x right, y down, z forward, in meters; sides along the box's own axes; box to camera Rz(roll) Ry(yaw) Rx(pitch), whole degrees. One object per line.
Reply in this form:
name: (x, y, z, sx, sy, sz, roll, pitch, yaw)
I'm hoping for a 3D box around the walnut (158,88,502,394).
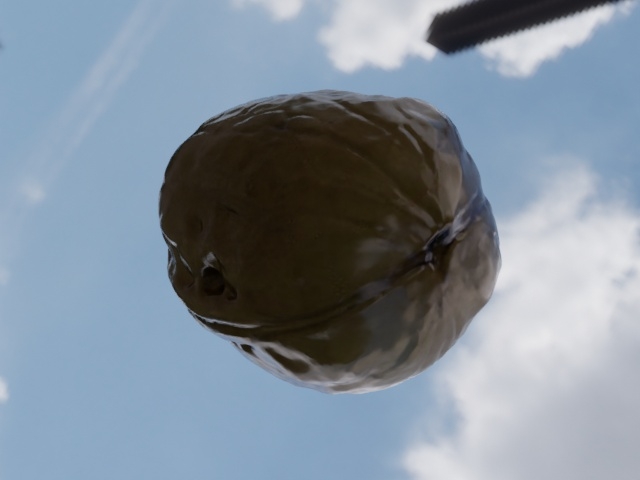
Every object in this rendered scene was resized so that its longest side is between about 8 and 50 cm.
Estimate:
walnut: (0.000, 0.000, 0.719, 0.180, 0.144, 0.144, 16, -99, 49)
